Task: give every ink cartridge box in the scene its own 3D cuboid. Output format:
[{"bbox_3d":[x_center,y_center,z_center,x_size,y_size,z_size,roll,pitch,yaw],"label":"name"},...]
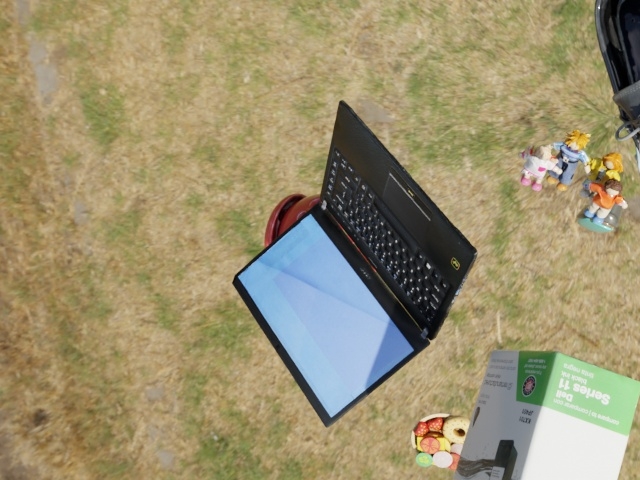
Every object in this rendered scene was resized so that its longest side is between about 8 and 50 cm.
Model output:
[{"bbox_3d":[0.191,0.212,0.670,0.087,0.153,0.208,21,79,-6],"label":"ink cartridge box"}]

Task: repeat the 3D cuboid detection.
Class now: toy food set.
[{"bbox_3d":[0.157,0.257,0.935,0.083,0.020,0.082,-2,111,11],"label":"toy food set"}]

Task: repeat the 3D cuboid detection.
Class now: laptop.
[{"bbox_3d":[0.018,0.030,0.812,0.234,0.137,0.264,53,152,26],"label":"laptop"}]

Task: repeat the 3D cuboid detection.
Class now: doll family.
[{"bbox_3d":[0.586,-0.167,1.661,0.263,0.118,0.163,29,153,15],"label":"doll family"}]

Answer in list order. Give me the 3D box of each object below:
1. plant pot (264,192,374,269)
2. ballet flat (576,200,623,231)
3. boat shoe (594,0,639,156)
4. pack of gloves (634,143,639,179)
[{"bbox_3d":[0.000,0.000,1.378,0.174,0.191,0.191,9,102,30],"label":"plant pot"},{"bbox_3d":[0.713,-0.072,1.842,0.095,0.280,0.096,25,95,9],"label":"ballet flat"},{"bbox_3d":[0.565,-0.224,1.189,0.187,0.156,0.500,-28,68,51],"label":"boat shoe"},{"bbox_3d":[0.764,-0.126,1.649,0.046,0.195,0.232,-34,42,50],"label":"pack of gloves"}]
